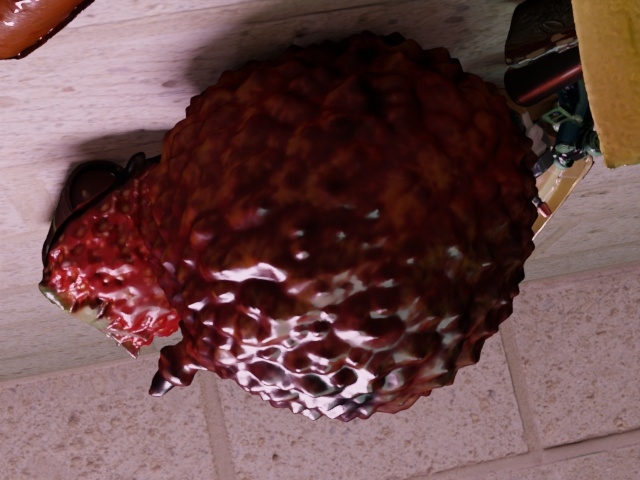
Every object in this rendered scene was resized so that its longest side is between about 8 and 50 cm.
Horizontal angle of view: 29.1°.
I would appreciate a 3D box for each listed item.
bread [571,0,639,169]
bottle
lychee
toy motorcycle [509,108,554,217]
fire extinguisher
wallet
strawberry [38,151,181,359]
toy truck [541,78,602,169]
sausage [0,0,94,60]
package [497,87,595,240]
[{"bbox_3d":[0.321,-0.192,1.074,0.167,0.264,0.163,-13,168,36],"label":"bread"},{"bbox_3d":[0.289,-0.211,1.453,0.060,0.060,0.164,-3,166,-36],"label":"bottle"},{"bbox_3d":[0.000,0.000,1.333,0.500,0.424,0.424,-38,169,-2],"label":"lychee"},{"bbox_3d":[0.198,-0.066,1.514,0.221,0.150,0.102,-38,177,41],"label":"toy motorcycle"},{"bbox_3d":[-0.314,0.002,1.695,0.105,0.141,0.341,-39,177,-25],"label":"fire extinguisher"},{"bbox_3d":[0.290,-0.242,1.216,0.232,0.122,0.031,-19,122,29],"label":"wallet"},{"bbox_3d":[-0.184,0.001,1.509,0.306,0.137,0.233,-47,141,-3],"label":"strawberry"},{"bbox_3d":[0.312,-0.168,1.509,0.078,0.154,0.080,26,157,-20],"label":"toy truck"},{"bbox_3d":[-0.183,-0.215,0.862,0.102,0.102,0.330,0,165,-45],"label":"sausage"},{"bbox_3d":[0.217,-0.040,1.660,0.221,0.165,0.311,-4,140,-38],"label":"package"}]
